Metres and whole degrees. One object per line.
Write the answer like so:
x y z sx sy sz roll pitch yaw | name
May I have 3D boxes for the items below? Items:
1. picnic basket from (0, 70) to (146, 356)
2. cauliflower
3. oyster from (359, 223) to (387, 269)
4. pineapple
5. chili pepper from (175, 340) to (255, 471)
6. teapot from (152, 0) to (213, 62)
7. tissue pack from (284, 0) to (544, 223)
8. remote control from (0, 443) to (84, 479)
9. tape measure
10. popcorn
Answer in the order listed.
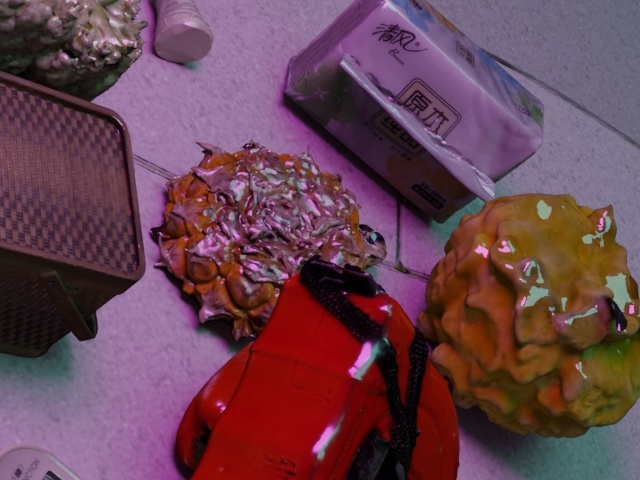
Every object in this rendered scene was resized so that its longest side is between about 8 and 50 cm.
-0.267 -0.025 1.126 0.267 0.139 0.165 17 50 -39 | picnic basket
-0.244 -0.230 1.207 0.272 0.275 0.250 16 91 -36 | cauliflower
0.000 0.006 1.463 0.103 0.051 0.148 45 47 2 | oyster
-0.042 -0.008 1.368 0.225 0.076 0.224 15 54 -21 | pineapple
-0.071 0.156 1.240 0.086 0.084 0.192 23 31 15 | chili pepper
-0.137 -0.216 1.496 0.067 0.057 0.083 67 7 -58 | teapot
0.095 -0.130 1.572 0.229 0.159 0.145 40 32 -18 | tissue pack
-0.160 0.233 1.115 0.221 0.042 0.078 42 39 -13 | remote control
0.014 0.177 1.186 0.253 0.114 0.260 -63 143 -19 | tape measure
0.220 0.069 1.496 0.249 0.225 0.249 9 62 -17 | popcorn
